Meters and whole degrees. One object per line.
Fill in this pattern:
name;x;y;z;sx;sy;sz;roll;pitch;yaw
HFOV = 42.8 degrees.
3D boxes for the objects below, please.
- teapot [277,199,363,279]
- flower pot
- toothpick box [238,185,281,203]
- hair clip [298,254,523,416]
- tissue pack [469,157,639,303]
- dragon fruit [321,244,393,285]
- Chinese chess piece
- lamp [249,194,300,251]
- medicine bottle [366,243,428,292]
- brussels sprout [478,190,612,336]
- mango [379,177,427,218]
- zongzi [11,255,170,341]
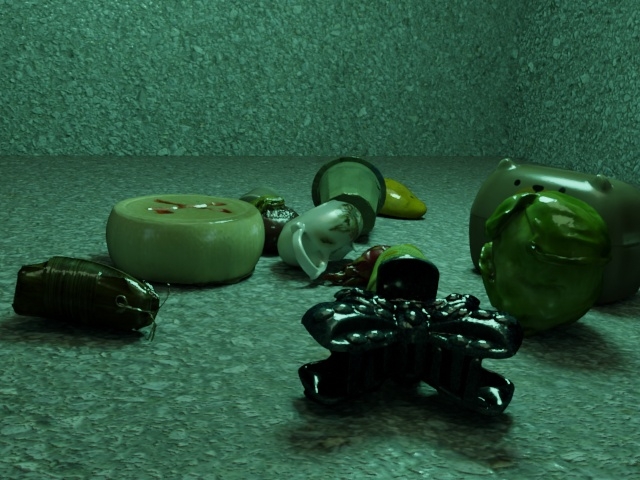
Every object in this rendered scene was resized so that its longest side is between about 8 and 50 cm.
teapot;0.000;0.000;1.824;0.204;0.139;0.298;-25;-1;26
flower pot;0.073;-0.092;2.192;0.213;0.212;0.202;5;28;1
toothpick box;-0.167;-0.082;2.187;0.111;0.111;0.180;5;12;6
hair clip;0.125;0.143;1.168;0.310;0.194;0.206;5;20;-2
tissue pack;0.542;-0.034;1.851;0.267;0.276;0.387;-4;16;-41
dragon fruit;0.097;0.056;1.739;0.191;0.094;0.094;-7;12;4
Chinese chess piece;-0.290;-0.008;1.765;0.338;0.140;0.338;4;12;-1
lamp;-0.119;-0.043;1.979;0.156;0.134;0.157;9;12;18
medicine bottle;0.153;0.083;1.568;0.124;0.124;0.239;6;12;6
brussels sprout;0.415;0.035;1.534;0.227;0.259;0.294;2;15;-8
mango;0.209;-0.137;2.544;0.262;0.108;0.157;15;13;34
zongzi;-0.374;0.086;1.428;0.248;0.111;0.241;10;7;3
